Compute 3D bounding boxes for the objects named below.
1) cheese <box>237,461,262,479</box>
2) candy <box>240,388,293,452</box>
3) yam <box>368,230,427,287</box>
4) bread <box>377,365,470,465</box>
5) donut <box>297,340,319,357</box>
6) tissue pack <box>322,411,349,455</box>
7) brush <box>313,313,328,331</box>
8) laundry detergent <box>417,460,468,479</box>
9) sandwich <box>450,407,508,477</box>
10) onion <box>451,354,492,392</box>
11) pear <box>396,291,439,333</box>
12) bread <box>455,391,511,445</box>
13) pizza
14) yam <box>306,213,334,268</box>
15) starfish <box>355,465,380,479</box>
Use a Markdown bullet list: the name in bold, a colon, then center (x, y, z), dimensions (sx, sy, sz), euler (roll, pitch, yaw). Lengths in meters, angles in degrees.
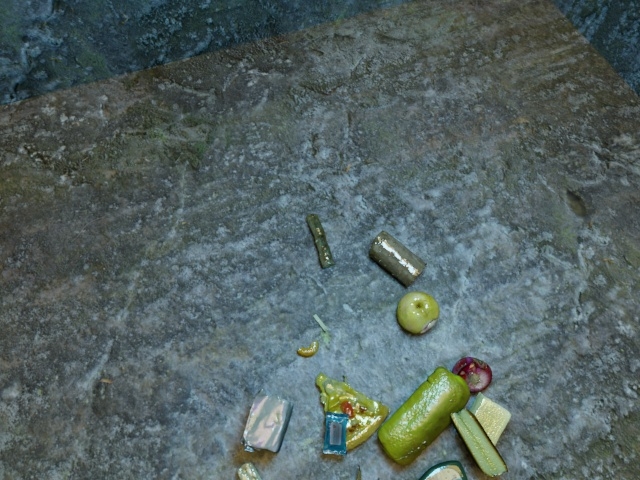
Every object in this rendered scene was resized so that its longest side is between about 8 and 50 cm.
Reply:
- **cheese**: center (-0.215, 0.854, 1.440), dimensions (0.065, 0.043, 0.194), euler (-31, 71, -17)
- **candy**: center (-0.183, 0.634, 1.467), dimensions (0.137, 0.185, 0.195), euler (13, 66, 8)
- **yam**: center (0.316, 0.075, 1.778), dimensions (0.238, 0.128, 0.129), euler (39, 35, 9)
- **bread**: center (0.374, 0.624, 1.498), dimensions (0.383, 0.112, 0.166), euler (-42, 91, -9)
- **donut**: center (-0.049, 0.421, 1.649), dimensions (0.083, 0.038, 0.067), euler (10, 68, 0)
- **tissue pack**: center (0.056, 0.674, 1.476), dimensions (0.085, 0.028, 0.138), euler (5, 77, 3)
- **brush**: center (-0.001, 0.333, 1.706), dimensions (0.016, 0.013, 0.083), euler (-31, 63, -21)
- **laundry detergent**: center (0.406, 0.857, 1.460), dimensions (0.211, 0.063, 0.137), euler (-16, 74, -10)
- **sandwich**: center (0.535, 0.686, 1.455), dimensions (0.090, 0.088, 0.244), euler (-32, 81, 4)
- **onion**: center (0.570, 0.496, 1.619), dimensions (0.150, 0.140, 0.150), euler (1, 109, 2)
- **pear**: center (0.385, 0.281, 1.665), dimensions (0.178, 0.178, 0.178), euler (1, 65, -2)
- **bread**: center (0.594, 0.670, 1.534), dimensions (0.125, 0.068, 0.188), euler (32, 79, 9)
- **pizza**: center (0.073, 0.611, 1.547), dimensions (0.280, 0.075, 0.287), euler (-38, 74, -18)
- **yam**: center (0.000, 0.000, 1.834), dimensions (0.061, 0.061, 0.253), euler (-15, 66, -9)
- **starfish**: center (0.146, 0.849, 1.463), dimensions (0.133, 0.041, 0.130), euler (-5, 69, -34)
